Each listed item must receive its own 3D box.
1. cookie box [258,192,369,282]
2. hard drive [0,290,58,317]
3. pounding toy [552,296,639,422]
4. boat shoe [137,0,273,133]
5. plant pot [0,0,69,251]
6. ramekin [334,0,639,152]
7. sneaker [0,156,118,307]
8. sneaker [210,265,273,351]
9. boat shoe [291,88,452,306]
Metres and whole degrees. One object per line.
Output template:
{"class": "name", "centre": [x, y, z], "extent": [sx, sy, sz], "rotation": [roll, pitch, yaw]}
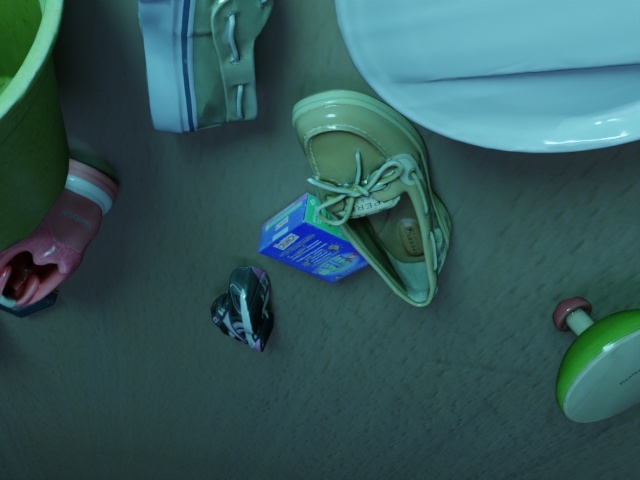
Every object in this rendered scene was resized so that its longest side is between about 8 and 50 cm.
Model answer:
{"class": "cookie box", "centre": [0.000, 0.000, 0.849], "extent": [0.107, 0.040, 0.092], "rotation": [24, 145, -29]}
{"class": "hard drive", "centre": [-0.449, 0.064, 1.049], "extent": [0.094, 0.022, 0.135], "rotation": [-20, 141, 36]}
{"class": "pounding toy", "centre": [0.377, 0.118, 0.954], "extent": [0.237, 0.110, 0.182], "rotation": [-23, 137, -9]}
{"class": "boat shoe", "centre": [-0.080, -0.178, 0.527], "extent": [0.094, 0.109, 0.302], "rotation": [-6, 160, -11]}
{"class": "plant pot", "centre": [-0.299, -0.105, 0.546], "extent": [0.276, 0.275, 0.254], "rotation": [8, 161, -3]}
{"class": "ramekin", "centre": [0.144, -0.180, 0.440], "extent": [0.273, 0.127, 0.272], "rotation": [4, 149, 2]}
{"class": "sneaker", "centre": [-0.351, 0.016, 0.841], "extent": [0.116, 0.136, 0.314], "rotation": [31, 141, -34]}
{"class": "sneaker", "centre": [-0.112, 0.093, 1.001], "extent": [0.077, 0.072, 0.178], "rotation": [13, 145, 9]}
{"class": "boat shoe", "centre": [0.062, -0.034, 0.733], "extent": [0.105, 0.089, 0.285], "rotation": [-12, 145, 27]}
